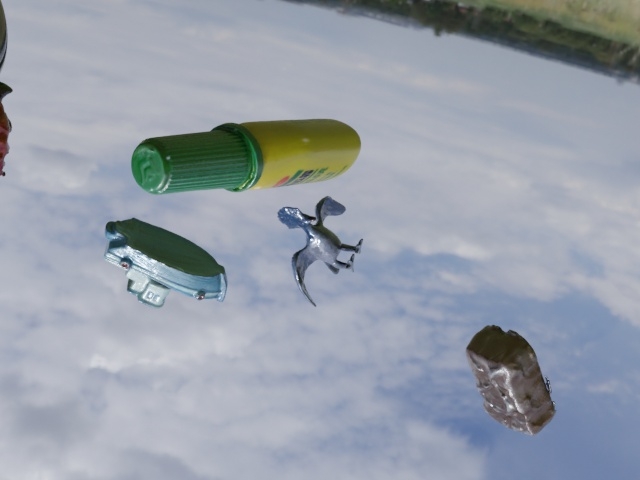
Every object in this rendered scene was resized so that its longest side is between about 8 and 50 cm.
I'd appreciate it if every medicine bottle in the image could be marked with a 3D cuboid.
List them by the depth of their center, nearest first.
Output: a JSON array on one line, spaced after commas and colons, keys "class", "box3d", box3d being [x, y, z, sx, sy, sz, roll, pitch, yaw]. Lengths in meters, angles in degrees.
[{"class": "medicine bottle", "box3d": [-0.074, -0.092, 0.882, 0.111, 0.076, 0.309, -15, 178, 37]}]

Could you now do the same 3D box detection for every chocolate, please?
[{"class": "chocolate", "box3d": [0.375, 0.282, 1.638, 0.093, 0.214, 0.148, -37, -156, -23]}]

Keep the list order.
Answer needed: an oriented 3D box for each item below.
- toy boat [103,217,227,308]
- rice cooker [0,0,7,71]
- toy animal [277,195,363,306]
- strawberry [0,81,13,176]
[{"class": "toy boat", "box3d": [-0.239, 0.046, 1.235, 0.215, 0.102, 0.088, 24, -145, -23]}, {"class": "rice cooker", "box3d": [-0.623, -0.346, 1.283, 0.226, 0.281, 0.241, -5, -153, 16]}, {"class": "toy animal", "box3d": [0.000, 0.000, 1.687, 0.176, 0.239, 0.255, 22, 157, 7]}, {"class": "strawberry", "box3d": [-0.490, -0.153, 0.778, 0.312, 0.267, 0.351, 59, -164, 18]}]
